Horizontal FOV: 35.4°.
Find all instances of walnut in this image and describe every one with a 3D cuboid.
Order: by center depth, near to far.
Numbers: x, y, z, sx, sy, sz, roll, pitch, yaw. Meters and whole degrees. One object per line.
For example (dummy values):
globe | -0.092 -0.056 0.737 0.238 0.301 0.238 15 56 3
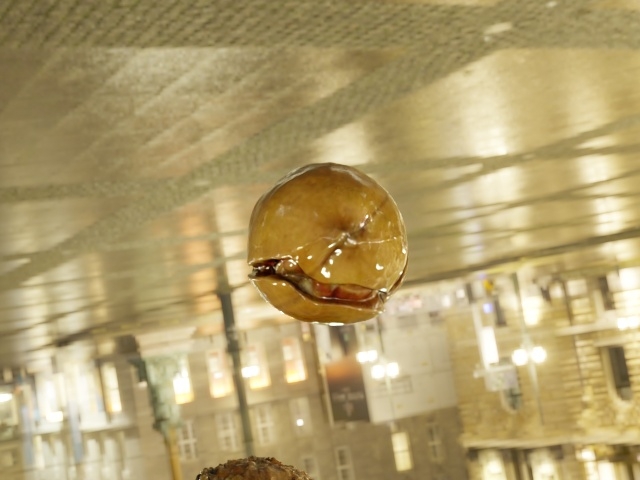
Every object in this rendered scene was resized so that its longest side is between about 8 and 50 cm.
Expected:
walnut | 0.000 0.000 1.286 0.209 0.208 0.336 -8 -170 -12

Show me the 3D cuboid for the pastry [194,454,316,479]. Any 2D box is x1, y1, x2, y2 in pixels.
pastry | -0.069 0.582 1.815 0.405 0.292 0.337 36 -174 -35
